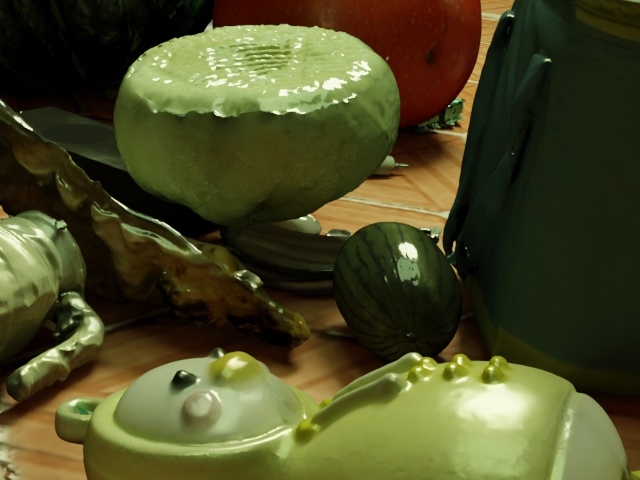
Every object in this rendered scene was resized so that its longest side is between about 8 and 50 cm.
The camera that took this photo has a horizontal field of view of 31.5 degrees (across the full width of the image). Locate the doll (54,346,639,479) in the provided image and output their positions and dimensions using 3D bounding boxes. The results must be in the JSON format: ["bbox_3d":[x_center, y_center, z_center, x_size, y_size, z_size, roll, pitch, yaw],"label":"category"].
[{"bbox_3d":[0.019,0.094,0.474,0.296,0.117,0.141,13,20,16],"label":"doll"}]

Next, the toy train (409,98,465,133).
[{"bbox_3d":[0.115,-0.132,1.187,0.045,0.029,0.092,12,23,37],"label":"toy train"}]

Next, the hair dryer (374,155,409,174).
[{"bbox_3d":[0.025,-0.066,1.000,0.124,0.038,0.063,3,22,-26],"label":"hair dryer"}]

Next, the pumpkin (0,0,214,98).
[{"bbox_3d":[-0.247,-0.254,1.136,0.315,0.238,0.315,-12,13,3],"label":"pumpkin"}]

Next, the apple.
[{"bbox_3d":[0.027,-0.218,1.101,0.260,0.216,0.260,-4,26,2],"label":"apple"}]

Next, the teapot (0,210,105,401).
[{"bbox_3d":[-0.196,0.051,0.591,0.107,0.077,0.200,38,31,11],"label":"teapot"}]

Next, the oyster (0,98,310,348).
[{"bbox_3d":[-0.155,-0.025,0.707,0.345,0.078,0.129,34,-12,10],"label":"oyster"}]

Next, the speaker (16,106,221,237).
[{"bbox_3d":[-0.168,-0.058,0.905,0.218,0.044,0.082,21,26,34],"label":"speaker"}]

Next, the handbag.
[{"bbox_3d":[0.205,-0.052,0.715,0.222,0.241,0.263,9,24,-2],"label":"handbag"}]

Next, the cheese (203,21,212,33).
[{"bbox_3d":[-0.156,-0.265,1.428,0.105,0.042,0.191,-8,23,-35],"label":"cheese"}]

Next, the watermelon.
[{"bbox_3d":[0.047,0.032,0.691,0.078,0.078,0.111,-1,26,-16],"label":"watermelon"}]

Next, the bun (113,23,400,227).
[{"bbox_3d":[-0.044,-0.073,0.783,0.195,0.118,0.195,0,29,0],"label":"bun"}]

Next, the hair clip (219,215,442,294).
[{"bbox_3d":[0.000,0.001,0.801,0.172,0.049,0.116,8,17,11],"label":"hair clip"}]
